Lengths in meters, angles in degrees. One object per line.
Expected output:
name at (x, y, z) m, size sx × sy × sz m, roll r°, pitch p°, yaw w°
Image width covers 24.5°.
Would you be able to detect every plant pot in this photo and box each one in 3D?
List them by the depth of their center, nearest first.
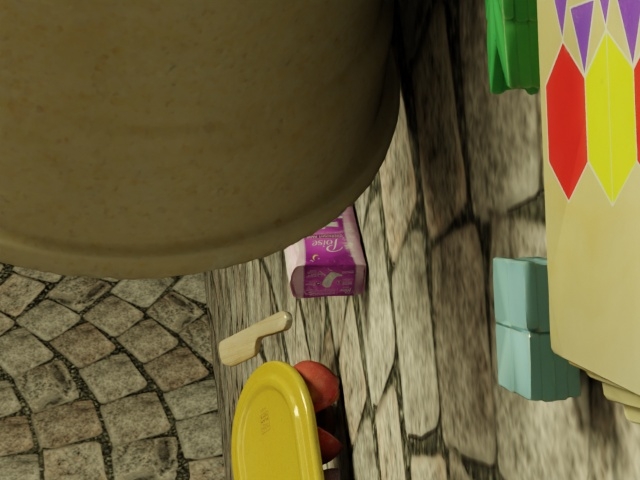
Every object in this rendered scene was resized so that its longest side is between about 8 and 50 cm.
plant pot at (-0.083, -0.205, 0.659) m, size 0.305 × 0.334 × 0.334 m, roll 111°, pitch 158°, yaw -44°

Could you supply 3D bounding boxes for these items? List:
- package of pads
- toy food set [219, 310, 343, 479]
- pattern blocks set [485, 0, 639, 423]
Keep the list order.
package of pads at (0.000, 0.000, 0.977) m, size 0.083 × 0.050 × 0.032 m, roll -100°, pitch 10°, yaw -47°
toy food set at (-0.010, 0.162, 1.120) m, size 0.128 × 0.071 × 0.218 m, roll -40°, pitch 52°, yaw 51°
pattern blocks set at (0.088, -0.026, 0.348) m, size 0.325 × 0.026 × 0.285 m, roll -124°, pitch 32°, yaw -76°
